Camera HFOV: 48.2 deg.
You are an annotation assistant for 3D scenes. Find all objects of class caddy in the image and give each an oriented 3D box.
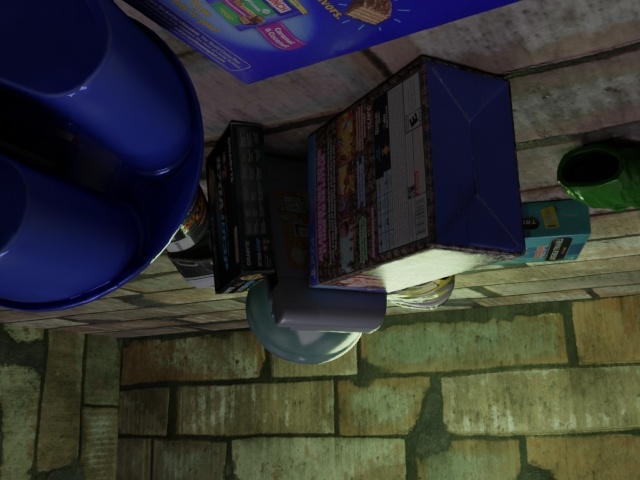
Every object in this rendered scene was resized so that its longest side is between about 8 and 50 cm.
[{"bbox_3d":[-0.255,-0.092,0.520,0.341,0.241,0.179,24,175,12],"label":"caddy"}]

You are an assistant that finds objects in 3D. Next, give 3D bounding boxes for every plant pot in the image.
[{"bbox_3d":[-0.021,0.111,1.640,0.293,0.293,0.196,1,149,-8],"label":"plant pot"}]

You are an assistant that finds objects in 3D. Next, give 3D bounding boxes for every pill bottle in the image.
[{"bbox_3d":[-0.253,-0.069,1.133,0.130,0.130,0.246,-1,167,-1],"label":"pill bottle"}]

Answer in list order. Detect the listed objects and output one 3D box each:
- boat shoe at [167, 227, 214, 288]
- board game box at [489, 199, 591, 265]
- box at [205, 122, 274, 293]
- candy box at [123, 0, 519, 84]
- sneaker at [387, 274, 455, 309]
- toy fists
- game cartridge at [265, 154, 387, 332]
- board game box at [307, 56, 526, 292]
[{"bbox_3d":[-0.192,0.016,1.510,0.335,0.121,0.119,-23,134,31],"label":"boat shoe"},{"bbox_3d":[0.391,-0.007,1.550,0.336,0.079,0.254,-4,166,13],"label":"board game box"},{"bbox_3d":[-0.124,-0.041,1.069,0.051,0.220,0.175,-1,168,-21],"label":"box"},{"bbox_3d":[0.003,-0.240,0.471,0.317,0.122,0.268,-7,164,29],"label":"candy box"},{"bbox_3d":[0.089,0.051,1.480,0.384,0.145,0.147,1,155,1],"label":"sneaker"},{"bbox_3d":[0.517,-0.109,1.116,0.279,0.096,0.142,-9,154,36],"label":"toy fists"},{"bbox_3d":[0.000,0.000,1.115,0.198,0.297,0.062,3,147,-25],"label":"game cartridge"},{"bbox_3d":[0.111,-0.067,0.957,0.141,0.232,0.291,6,165,-28],"label":"board game box"}]
